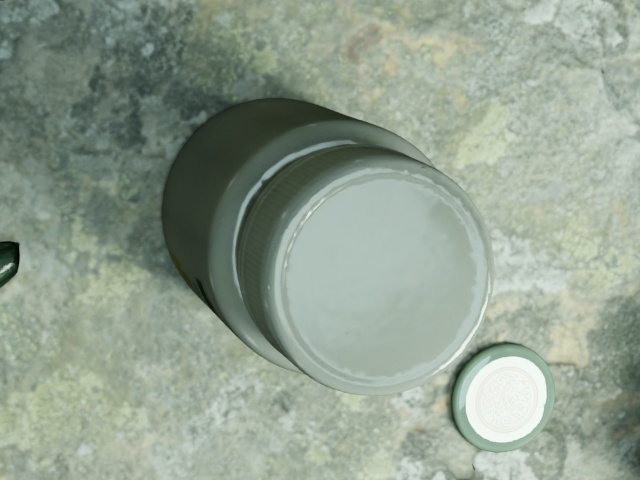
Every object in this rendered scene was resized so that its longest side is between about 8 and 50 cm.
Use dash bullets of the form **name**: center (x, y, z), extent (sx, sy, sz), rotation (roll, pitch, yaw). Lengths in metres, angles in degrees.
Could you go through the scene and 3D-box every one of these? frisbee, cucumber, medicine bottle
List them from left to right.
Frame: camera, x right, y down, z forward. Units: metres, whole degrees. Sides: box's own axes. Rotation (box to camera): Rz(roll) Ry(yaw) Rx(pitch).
- **cucumber**: center (-0.303, 0.034, 1.343), extent (0.105, 0.048, 0.048), rotation (-26, 106, -13)
- **medicine bottle**: center (0.000, 0.000, 1.270), extent (0.208, 0.339, 0.208), rotation (-3, 101, -15)
- **frisbee**: center (0.180, 0.155, 1.523), extent (0.110, 0.014, 0.110), rotation (-3, 100, -16)
